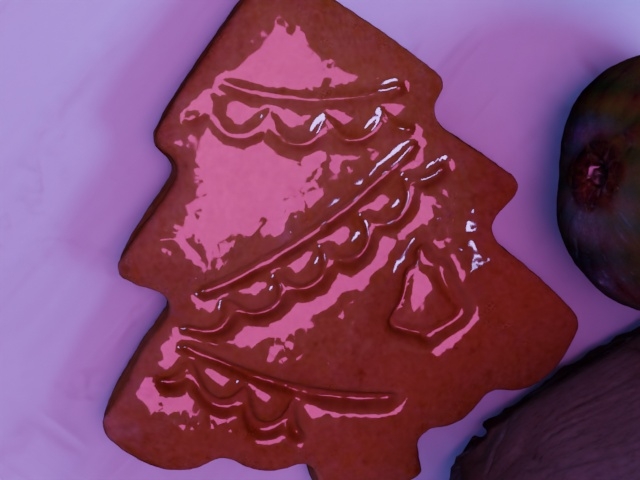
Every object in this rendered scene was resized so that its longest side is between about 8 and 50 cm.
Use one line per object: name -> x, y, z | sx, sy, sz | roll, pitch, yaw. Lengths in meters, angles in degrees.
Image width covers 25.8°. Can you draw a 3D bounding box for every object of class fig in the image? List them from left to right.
fig -> 0.249, -0.034, 0.816 | 0.245, 0.149, 0.149 | -1, 101, -32

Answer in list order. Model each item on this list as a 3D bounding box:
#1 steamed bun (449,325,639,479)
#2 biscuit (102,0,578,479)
steamed bun -> 0.231, 0.159, 0.756 | 0.301, 0.251, 0.199 | -27, 101, 5
biscuit -> 0.000, 0.000, 0.786 | 0.284, 0.043, 0.306 | -14, 103, -10
